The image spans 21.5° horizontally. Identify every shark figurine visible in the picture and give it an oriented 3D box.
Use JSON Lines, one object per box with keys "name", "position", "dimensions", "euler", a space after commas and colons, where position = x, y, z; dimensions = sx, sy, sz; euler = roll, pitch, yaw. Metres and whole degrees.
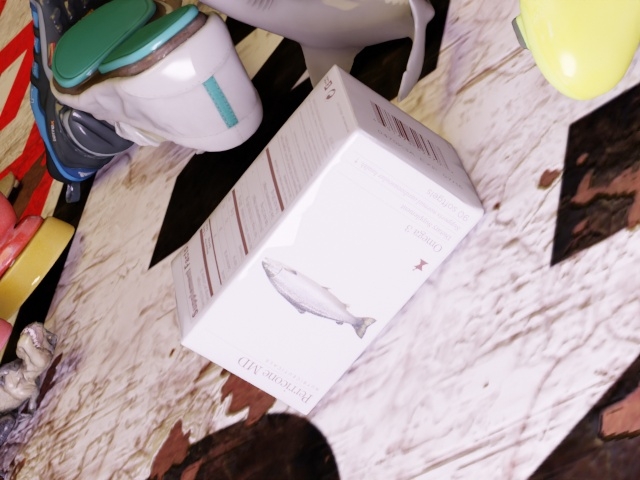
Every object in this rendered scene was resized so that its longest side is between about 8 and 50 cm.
{"name": "shark figurine", "position": [0.021, -0.152, 1.270], "dimensions": [0.278, 0.166, 0.116], "euler": [20, 104, 49]}

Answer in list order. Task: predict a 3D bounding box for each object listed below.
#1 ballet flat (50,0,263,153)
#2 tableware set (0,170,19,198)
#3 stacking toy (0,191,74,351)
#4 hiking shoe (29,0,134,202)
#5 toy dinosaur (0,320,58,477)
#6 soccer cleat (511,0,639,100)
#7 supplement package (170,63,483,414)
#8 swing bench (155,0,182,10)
{"name": "ballet flat", "position": [-0.147, -0.136, 1.496], "dimensions": [0.139, 0.139, 0.400], "euler": [-59, 20, -3]}
{"name": "tableware set", "position": [-0.410, -0.009, 1.988], "dimensions": [0.141, 0.020, 0.168], "euler": [-2, 58, 60]}
{"name": "stacking toy", "position": [-0.390, 0.092, 1.608], "dimensions": [0.279, 0.130, 0.309], "euler": [-46, 12, 26]}
{"name": "hiking shoe", "position": [-0.266, -0.202, 1.747], "dimensions": [0.132, 0.113, 0.304], "euler": [-41, 48, 47]}
{"name": "toy dinosaur", "position": [-0.312, 0.167, 1.542], "dimensions": [0.268, 0.064, 0.118], "euler": [-36, 26, 45]}
{"name": "soccer cleat", "position": [0.192, -0.215, 0.982], "dimensions": [0.121, 0.093, 0.289], "euler": [-11, 52, 51]}
{"name": "supplement package", "position": [0.000, 0.000, 1.073], "dimensions": [0.179, 0.105, 0.105], "euler": [-50, 25, 18]}
{"name": "swing bench", "position": [-0.107, -0.347, 1.629], "dimensions": [0.253, 0.165, 0.254], "euler": [-4, 57, 62]}
